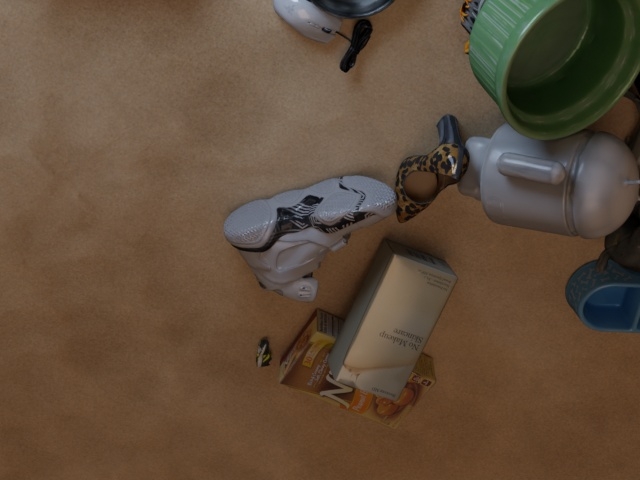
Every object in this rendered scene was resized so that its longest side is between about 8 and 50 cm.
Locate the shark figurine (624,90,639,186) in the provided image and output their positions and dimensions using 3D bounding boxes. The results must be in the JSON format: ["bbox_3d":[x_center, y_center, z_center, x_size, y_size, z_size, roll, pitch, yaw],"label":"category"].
[{"bbox_3d":[0.607,-0.161,1.948,0.166,0.116,0.278,11,127,-10],"label":"shark figurine"}]

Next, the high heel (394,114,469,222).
[{"bbox_3d":[0.207,-0.099,1.945,0.093,0.186,0.261,17,124,-12],"label":"high heel"}]

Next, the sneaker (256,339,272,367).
[{"bbox_3d":[-0.127,0.260,2.312,0.035,0.031,0.083,2,132,-18],"label":"sneaker"}]

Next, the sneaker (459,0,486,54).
[{"bbox_3d":[0.285,-0.416,1.779,0.083,0.084,0.215,-8,127,12],"label":"sneaker"}]

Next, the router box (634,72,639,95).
[{"bbox_3d":[0.639,-0.252,1.838,0.133,0.179,0.046,36,121,-25],"label":"router box"}]

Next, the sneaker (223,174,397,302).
[{"bbox_3d":[0.000,0.000,2.056,0.365,0.137,0.210,-12,126,15],"label":"sneaker"}]

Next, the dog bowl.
[{"bbox_3d":[0.691,0.129,2.184,0.297,0.074,0.166,3,126,-1],"label":"dog bowl"}]

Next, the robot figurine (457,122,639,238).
[{"bbox_3d":[0.439,-0.114,1.869,0.353,0.300,0.200,11,93,33],"label":"robot figurine"}]

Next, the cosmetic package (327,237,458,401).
[{"bbox_3d":[0.151,0.170,2.135,0.160,0.113,0.310,19,104,-15],"label":"cosmetic package"}]

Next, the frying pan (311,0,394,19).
[{"bbox_3d":[0.098,-0.526,1.716,0.197,0.053,0.326,33,118,-22],"label":"frying pan"}]

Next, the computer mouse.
[{"bbox_3d":[-0.001,-0.391,1.820,0.193,0.042,0.106,26,123,-18],"label":"computer mouse"}]

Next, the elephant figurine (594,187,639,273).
[{"bbox_3d":[0.711,0.005,2.039,0.239,0.169,0.186,24,151,-28],"label":"elephant figurine"}]

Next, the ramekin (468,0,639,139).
[{"bbox_3d":[0.407,-0.341,1.736,0.303,0.148,0.303,-17,134,-18],"label":"ramekin"}]

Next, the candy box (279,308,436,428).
[{"bbox_3d":[0.084,0.301,2.301,0.316,0.088,0.183,24,121,-17],"label":"candy box"}]
